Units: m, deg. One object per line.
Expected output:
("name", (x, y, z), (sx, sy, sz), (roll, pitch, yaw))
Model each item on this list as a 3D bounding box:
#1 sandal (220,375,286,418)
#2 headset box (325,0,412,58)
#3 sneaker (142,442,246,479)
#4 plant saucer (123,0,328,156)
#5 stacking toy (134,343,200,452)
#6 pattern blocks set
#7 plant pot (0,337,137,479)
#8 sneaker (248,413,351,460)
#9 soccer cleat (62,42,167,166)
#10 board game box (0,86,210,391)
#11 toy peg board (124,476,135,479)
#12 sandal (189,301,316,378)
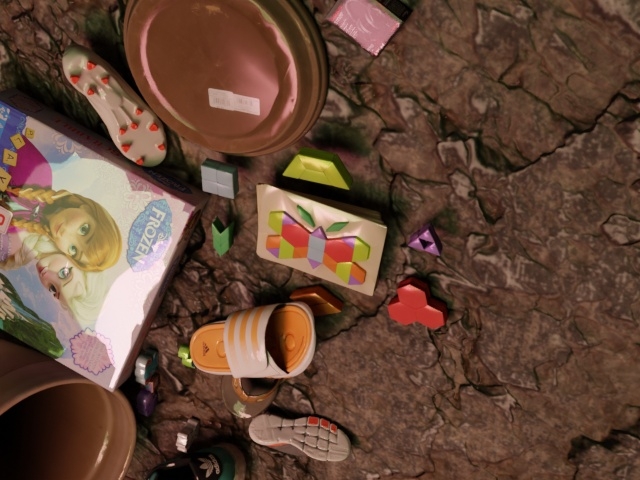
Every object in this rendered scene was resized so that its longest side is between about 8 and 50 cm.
("sandal", (-0.085, 0.199, 1.660), (0.090, 0.060, 0.219), (42, 131, -6))
("headset box", (0.050, -0.255, 1.276), (0.083, 0.032, 0.062), (38, 132, -4))
("sneaker", (-0.261, 0.416, 1.820), (0.302, 0.121, 0.108), (-39, 67, 23))
("plant saucer", (-0.124, -0.218, 1.391), (0.277, 0.041, 0.278), (13, 128, 17))
("stacking toy", (-0.274, 0.224, 1.783), (0.167, 0.052, 0.221), (17, 129, 16))
("pattern blocks set", (0.000, 0.000, 1.468), (0.324, 0.026, 0.285), (9, 135, 21))
("plant pot", (-0.496, 0.288, 1.760), (0.280, 0.323, 0.323), (30, 137, 38))
("sneaker", (-0.027, 0.298, 1.719), (0.157, 0.061, 0.065), (13, 157, 15))
("soccer cleat", (-0.264, -0.178, 1.482), (0.068, 0.076, 0.196), (-33, 126, 4))
("board game box", (-0.357, 0.002, 1.587), (0.318, 0.066, 0.319), (28, 113, 5))
("toy peg board", (-0.395, 0.483, 2.017), (0.161, 0.079, 0.161), (18, 129, 15))
("sandal", (-0.114, 0.149, 1.588), (0.265, 0.076, 0.102), (-15, 78, 43))
